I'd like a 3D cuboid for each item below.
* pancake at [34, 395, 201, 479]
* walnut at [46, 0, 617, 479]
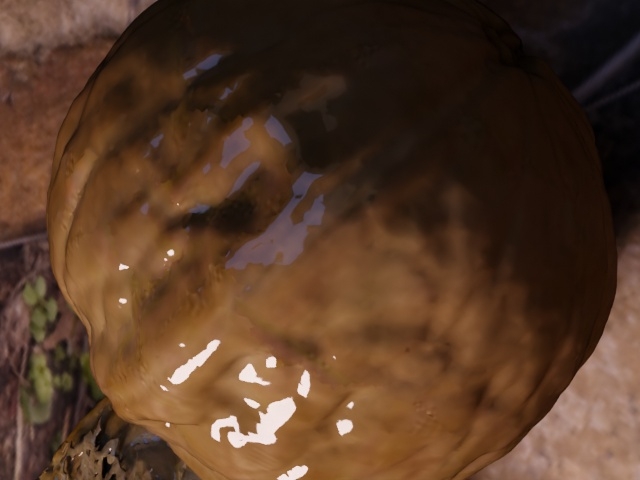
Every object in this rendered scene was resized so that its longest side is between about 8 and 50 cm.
[{"bbox_3d":[-0.066,0.194,0.658,0.282,0.049,0.283,-6,81,36],"label":"pancake"},{"bbox_3d":[0.000,0.000,0.532,0.228,0.228,0.228,-6,81,37],"label":"walnut"}]
